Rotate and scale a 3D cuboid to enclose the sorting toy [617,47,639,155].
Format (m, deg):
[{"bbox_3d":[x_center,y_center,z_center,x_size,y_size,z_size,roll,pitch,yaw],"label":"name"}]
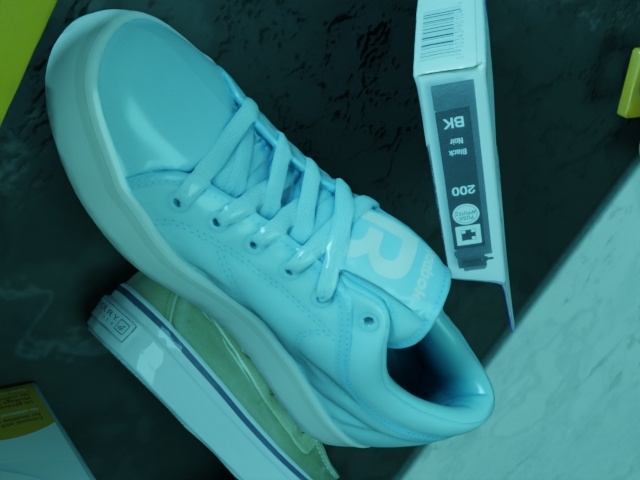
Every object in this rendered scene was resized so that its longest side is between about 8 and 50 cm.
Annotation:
[{"bbox_3d":[0.398,-0.165,0.867,0.348,0.047,0.196,4,109,-42],"label":"sorting toy"}]

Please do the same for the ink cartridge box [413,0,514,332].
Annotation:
[{"bbox_3d":[0.099,-0.078,0.576,0.045,0.206,0.208,-6,129,13],"label":"ink cartridge box"}]

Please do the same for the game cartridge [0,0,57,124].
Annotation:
[{"bbox_3d":[-0.222,-0.033,0.251,0.285,0.053,0.324,-58,168,18],"label":"game cartridge"}]

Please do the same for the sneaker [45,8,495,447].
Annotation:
[{"bbox_3d":[0.000,0.000,0.516,0.366,0.150,0.135,51,45,-36],"label":"sneaker"}]

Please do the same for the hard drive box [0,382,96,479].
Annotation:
[{"bbox_3d":[-0.202,0.190,0.451,0.181,0.232,0.089,-7,121,-38],"label":"hard drive box"}]

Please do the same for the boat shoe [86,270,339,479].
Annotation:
[{"bbox_3d":[-0.048,0.122,0.631,0.094,0.109,0.302,-44,133,-12],"label":"boat shoe"}]
